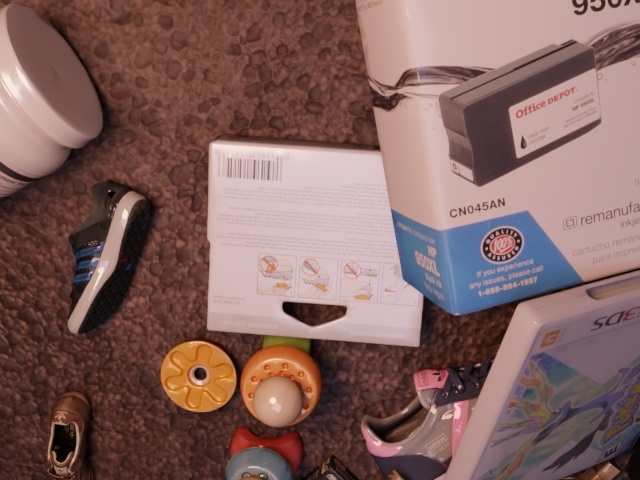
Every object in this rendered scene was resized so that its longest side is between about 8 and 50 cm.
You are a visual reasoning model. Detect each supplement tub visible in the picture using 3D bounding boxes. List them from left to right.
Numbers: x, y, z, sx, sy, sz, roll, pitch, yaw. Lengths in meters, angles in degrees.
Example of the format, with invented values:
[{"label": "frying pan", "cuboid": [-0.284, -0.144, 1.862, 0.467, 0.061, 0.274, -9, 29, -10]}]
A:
[{"label": "supplement tub", "cuboid": [-0.411, -0.129, 0.921, 0.272, 0.191, 0.191, -27, 102, 11]}]

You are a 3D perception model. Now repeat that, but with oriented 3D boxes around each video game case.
[{"label": "video game case", "cuboid": [0.291, 0.164, 0.889, 0.299, 0.036, 0.329, -12, 134, -26]}]

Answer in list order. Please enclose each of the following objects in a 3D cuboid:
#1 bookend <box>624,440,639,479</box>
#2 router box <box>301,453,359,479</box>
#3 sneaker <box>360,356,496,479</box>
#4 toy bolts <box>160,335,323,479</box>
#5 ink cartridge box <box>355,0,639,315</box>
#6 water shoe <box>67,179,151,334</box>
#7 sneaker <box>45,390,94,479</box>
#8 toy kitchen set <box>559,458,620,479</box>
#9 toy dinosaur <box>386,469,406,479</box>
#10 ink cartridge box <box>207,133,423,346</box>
[{"label": "bookend", "cuboid": [0.481, 0.258, 0.974, 0.156, 0.072, 0.157, 23, 102, 4]}, {"label": "router box", "cuboid": [0.024, 0.366, 1.101, 0.122, 0.038, 0.092, 45, 103, -8]}, {"label": "sneaker", "cuboid": [0.191, 0.194, 1.004, 0.319, 0.112, 0.131, -41, 101, 12]}, {"label": "toy bolts", "cuboid": [-0.104, 0.238, 1.013, 0.218, 0.158, 0.229, 0, 105, 4]}, {"label": "ink cartridge box", "cuboid": [0.210, -0.156, 0.848, 0.285, 0.166, 0.395, -14, 104, -9]}, {"label": "water shoe", "cuboid": [-0.282, 0.021, 1.026, 0.080, 0.073, 0.203, 31, 102, 18]}, {"label": "sneaker", "cuboid": [-0.350, 0.302, 1.095, 0.066, 0.071, 0.189, 4, 105, 3]}, {"label": "toy kitchen set", "cuboid": [0.334, 0.307, 1.046, 0.075, 0.068, 0.083, 39, 104, -6]}, {"label": "toy dinosaur", "cuboid": [0.116, 0.329, 1.001, 0.092, 0.183, 0.053, 40, 62, -30]}, {"label": "ink cartridge box", "cuboid": [0.000, 0.000, 0.994, 0.275, 0.060, 0.239, 4, 106, 2]}]
